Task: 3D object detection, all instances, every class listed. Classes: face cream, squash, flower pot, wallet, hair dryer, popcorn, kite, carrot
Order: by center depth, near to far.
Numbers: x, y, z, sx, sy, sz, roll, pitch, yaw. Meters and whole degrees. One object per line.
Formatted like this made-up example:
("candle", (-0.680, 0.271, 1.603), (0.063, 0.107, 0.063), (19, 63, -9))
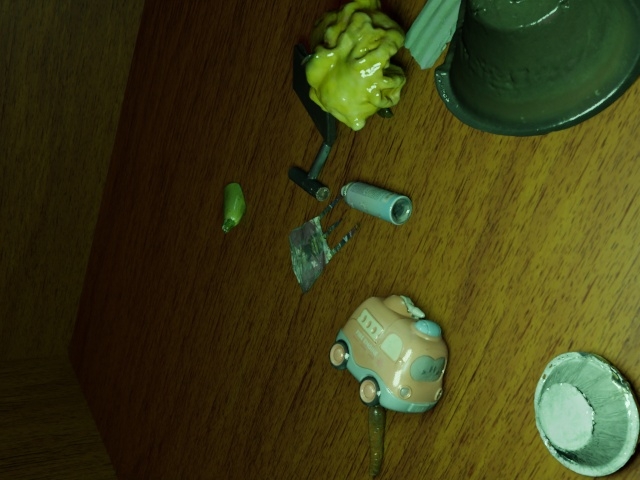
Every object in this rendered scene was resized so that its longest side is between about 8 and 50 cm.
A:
("flower pot", (0.396, -0.403, 1.371), (0.379, 0.379, 0.251), (-49, 31, 42))
("popcorn", (0.072, -0.435, 1.819), (0.297, 0.280, 0.316), (-48, 56, 42))
("face cream", (0.133, -0.103, 1.893), (0.229, 0.075, 0.075), (26, 110, 52))
("carrot", (0.142, 0.513, 1.900), (0.047, 0.047, 0.191), (9, 101, 54))
("wallet", (-0.020, -0.416, 2.083), (0.165, 0.042, 0.310), (93, 159, -44))
("kite", (0.003, 0.000, 2.119), (0.360, 0.022, 0.204), (-44, 55, 49))
("hair dryer", (-0.014, -0.233, 2.131), (0.173, 0.050, 0.195), (37, 114, 47))
("squash", (-0.291, -0.097, 2.486), (0.090, 0.075, 0.200), (-33, 40, 29))

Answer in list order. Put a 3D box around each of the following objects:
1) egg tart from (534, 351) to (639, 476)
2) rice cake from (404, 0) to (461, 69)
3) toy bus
("egg tart", (0.482, 0.325, 1.386), (0.234, 0.094, 0.234), (3, 93, 56))
("rice cake", (0.284, -0.517, 1.719), (0.237, 0.043, 0.127), (-55, 48, 38))
("toy bus", (0.179, 0.256, 1.746), (0.287, 0.194, 0.232), (44, 111, 46))
